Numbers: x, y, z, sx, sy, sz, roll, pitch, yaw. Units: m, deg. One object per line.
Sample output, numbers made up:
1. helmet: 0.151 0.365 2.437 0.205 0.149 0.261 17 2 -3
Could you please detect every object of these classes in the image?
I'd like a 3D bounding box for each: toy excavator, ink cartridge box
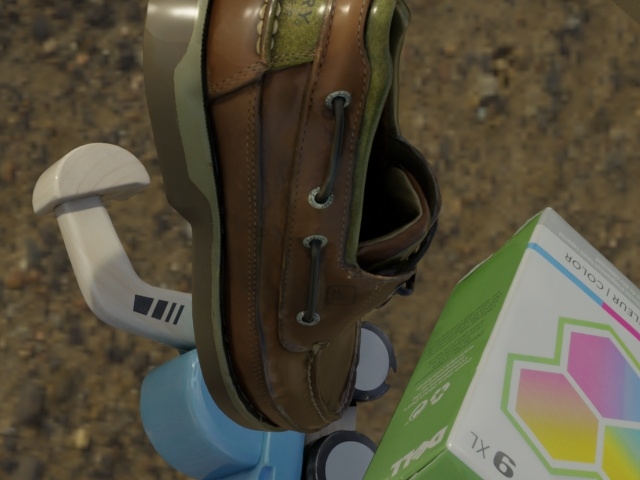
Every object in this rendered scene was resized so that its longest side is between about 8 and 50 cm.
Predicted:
1. toy excavator: -0.148 0.128 2.042 0.445 0.222 0.433 15 68 -29
2. ink cartridge box: 0.079 0.091 0.603 0.109 0.062 0.209 41 38 -8

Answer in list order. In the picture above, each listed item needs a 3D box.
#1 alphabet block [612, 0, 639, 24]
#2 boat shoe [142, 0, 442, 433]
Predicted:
1. alphabet block: 0.206 -0.252 0.994 0.193 0.197 0.192 -47 165 6
2. boat shoe: 0.000 0.000 0.760 0.307 0.104 0.111 77 21 -54
